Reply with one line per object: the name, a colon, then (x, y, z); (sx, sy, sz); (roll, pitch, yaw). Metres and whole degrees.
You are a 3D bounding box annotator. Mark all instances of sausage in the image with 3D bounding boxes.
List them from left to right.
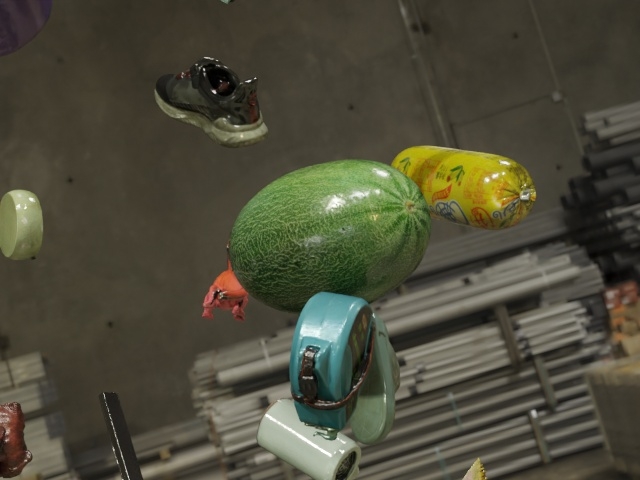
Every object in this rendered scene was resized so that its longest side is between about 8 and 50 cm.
sausage: (0.225, -0.091, 1.559); (0.123, 0.123, 0.347); (-14, 16, -28)

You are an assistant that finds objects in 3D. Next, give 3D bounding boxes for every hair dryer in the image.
hair dryer: (0.011, 0.305, 1.300); (0.131, 0.073, 0.236); (26, -16, 30)

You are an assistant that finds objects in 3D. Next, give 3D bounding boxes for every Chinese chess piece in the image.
Chinese chess piece: (-0.357, -0.019, 1.114); (0.034, 0.084, 0.084); (-2, -12, -35)

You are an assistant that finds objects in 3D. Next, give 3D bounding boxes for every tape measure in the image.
tape measure: (0.014, 0.122, 1.009); (0.080, 0.125, 0.146); (8, 42, 19)

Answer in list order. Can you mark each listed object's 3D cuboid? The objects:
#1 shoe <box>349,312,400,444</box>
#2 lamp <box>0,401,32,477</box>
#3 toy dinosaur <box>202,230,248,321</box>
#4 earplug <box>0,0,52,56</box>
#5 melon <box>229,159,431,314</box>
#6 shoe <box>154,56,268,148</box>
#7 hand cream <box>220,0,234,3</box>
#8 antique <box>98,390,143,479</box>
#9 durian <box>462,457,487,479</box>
shoe: (0.083, 0.188, 1.279); (0.078, 0.195, 0.079); (22, -46, -34)
lamp: (-0.408, 0.236, 0.947); (0.215, 0.151, 0.223); (-7, -17, 13)
toy dinosaur: (-0.140, 0.048, 1.476); (0.070, 0.139, 0.286); (10, -13, -5)
earplug: (-0.507, -0.464, 1.250); (0.215, 0.215, 0.456); (-16, -27, -12)
melon: (0.000, 0.000, 1.137); (0.287, 0.182, 0.182); (-13, -1, 36)
shoe: (-0.165, -0.227, 1.430); (0.227, 0.112, 0.099); (34, 41, 32)
hand cream: (-0.104, -0.458, 1.256); (0.050, 0.079, 0.275); (-10, -46, -53)
antique: (-0.281, 0.299, 1.339); (0.015, 0.192, 0.031); (-41, -36, 20)
durian: (0.183, 0.355, 1.126); (0.078, 0.224, 0.140); (25, 36, 24)
